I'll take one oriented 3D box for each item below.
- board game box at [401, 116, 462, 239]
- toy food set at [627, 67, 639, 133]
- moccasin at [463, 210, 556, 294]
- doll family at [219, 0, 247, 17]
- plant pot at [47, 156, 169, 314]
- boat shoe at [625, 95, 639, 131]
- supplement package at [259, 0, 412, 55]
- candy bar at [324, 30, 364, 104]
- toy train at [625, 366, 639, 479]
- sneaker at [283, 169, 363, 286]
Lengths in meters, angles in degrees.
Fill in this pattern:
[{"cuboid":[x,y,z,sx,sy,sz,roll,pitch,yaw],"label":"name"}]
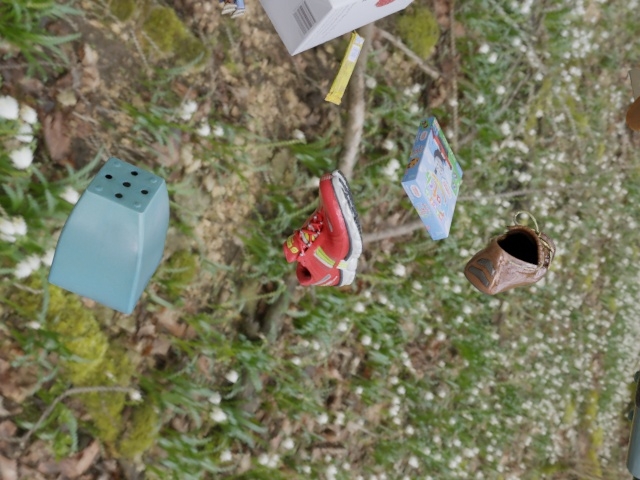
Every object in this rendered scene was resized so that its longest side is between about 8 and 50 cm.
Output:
[{"cuboid":[0.235,-0.130,1.477,0.039,0.160,0.211,-11,-141,32],"label":"board game box"},{"cuboid":[0.824,-0.284,1.599,0.092,0.220,0.306,62,29,-50],"label":"toy food set"},{"cuboid":[0.471,0.022,1.684,0.380,0.139,0.147,-5,137,-49],"label":"moccasin"},{"cuboid":[-0.131,-0.417,1.088,0.076,0.111,0.193,-22,-173,-30],"label":"doll family"},{"cuboid":[-0.372,-0.022,1.294,0.165,0.166,0.234,-72,-173,-47],"label":"plant pot"},{"cuboid":[0.658,-0.271,1.303,0.207,0.073,0.073,-40,159,23],"label":"boat shoe"},{"cuboid":[0.052,-0.479,1.241,0.293,0.175,0.177,-31,-178,-28],"label":"supplement package"},{"cuboid":[0.055,-0.378,1.562,0.018,0.040,0.161,34,-75,54],"label":"candy bar"},{"cuboid":[0.571,0.274,1.159,0.190,0.142,0.334,-36,132,-44],"label":"toy train"},{"cuboid":[0.000,0.000,1.118,0.279,0.118,0.107,92,-11,-56],"label":"sneaker"}]
